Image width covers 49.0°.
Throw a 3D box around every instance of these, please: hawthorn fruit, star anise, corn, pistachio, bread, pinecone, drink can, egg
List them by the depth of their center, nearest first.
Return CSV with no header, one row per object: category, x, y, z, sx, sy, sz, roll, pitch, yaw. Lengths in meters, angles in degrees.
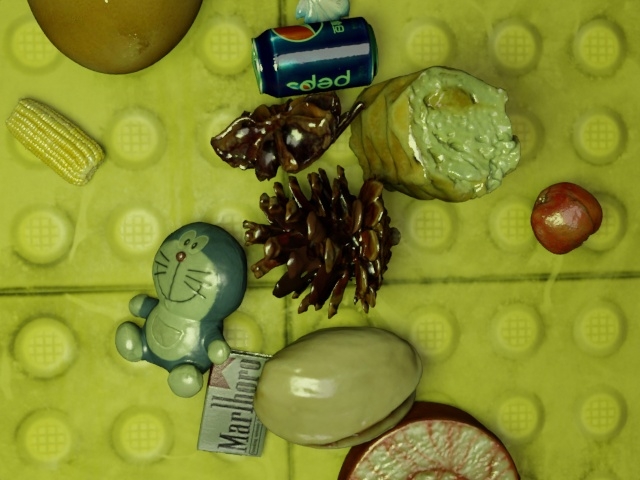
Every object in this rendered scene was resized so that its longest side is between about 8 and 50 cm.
egg,-0.309,-0.430,1.063,0.283,0.282,0.351,7,93,-6
pinecone,-0.002,0.004,1.133,0.264,0.264,0.264,0,92,-6
star anise,-0.058,-0.163,1.145,0.220,0.190,0.125,4,116,37
bread,0.176,-0.165,1.145,0.238,0.252,0.196,18,86,-11
pistachio,0.030,0.243,1.170,0.288,0.166,0.197,-8,52,-5
corn,-0.443,-0.165,1.172,0.165,0.063,0.085,36,112,-4
drink can,-0.011,-0.306,1.181,0.205,0.118,0.118,-10,93,-5
bread,0.177,0.445,1.227,0.295,0.114,0.327,40,89,-6
hawthorn fruit,0.427,-0.039,1.237,0.128,0.128,0.128,0,92,-6

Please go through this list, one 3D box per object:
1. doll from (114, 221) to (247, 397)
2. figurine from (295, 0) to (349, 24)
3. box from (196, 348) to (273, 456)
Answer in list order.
doll,-0.211,0.100,1.150,0.228,0.154,0.258,23,104,34
figurine,0.009,-0.411,1.208,0.114,0.079,0.114,-2,92,-43
box,-0.146,0.283,1.228,0.115,0.036,0.177,10,91,-7
